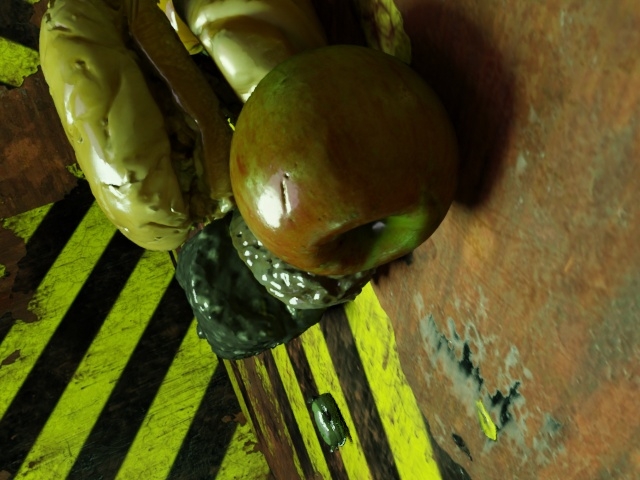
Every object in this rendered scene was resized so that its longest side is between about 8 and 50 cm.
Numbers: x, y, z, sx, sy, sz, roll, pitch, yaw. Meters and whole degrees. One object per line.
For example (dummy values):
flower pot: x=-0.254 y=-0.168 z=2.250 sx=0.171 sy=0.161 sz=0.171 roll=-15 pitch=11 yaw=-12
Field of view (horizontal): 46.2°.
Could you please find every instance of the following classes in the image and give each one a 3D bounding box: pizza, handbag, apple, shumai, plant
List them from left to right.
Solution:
plant: x=-0.112 y=0.066 z=1.175 sx=0.215 sy=0.213 sz=0.312 roll=66 pitch=162 yaw=-1
pizza: x=-0.072 y=-0.160 z=0.949 sx=0.195 sy=0.185 sz=0.052 roll=43 pitch=117 yaw=8
shumai: x=0.000 y=0.000 z=0.902 sx=0.175 sy=0.166 sz=0.206 roll=44 pitch=-155 yaw=-59
handbag: x=0.016 y=0.339 z=1.407 sx=0.072 sy=0.047 sz=0.111 roll=107 pitch=141 yaw=-66
apple: x=0.018 y=-0.070 z=0.633 sx=0.196 sy=0.196 sz=0.196 roll=57 pitch=160 yaw=33

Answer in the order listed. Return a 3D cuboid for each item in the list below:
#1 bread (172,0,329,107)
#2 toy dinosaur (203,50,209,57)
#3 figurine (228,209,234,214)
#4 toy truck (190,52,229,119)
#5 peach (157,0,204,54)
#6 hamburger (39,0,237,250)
bread: x=-0.071 y=-0.226 z=0.794 sx=0.173 sy=0.121 sz=0.311 roll=55 pitch=-178 yaw=-39
toy dinosaur: x=-0.220 y=-0.372 z=1.173 sx=0.162 sy=0.077 sz=0.294 roll=48 pitch=161 yaw=32
figurine: x=-0.148 y=-0.113 z=1.238 sx=0.157 sy=0.114 sz=0.126 roll=65 pitch=148 yaw=15
toy truck: x=-0.204 y=-0.216 z=1.195 sx=0.127 sy=0.127 sz=0.257 roll=29 pitch=173 yaw=-10
peach: x=-0.172 y=-0.324 z=1.017 sx=0.138 sy=0.138 sz=0.138 roll=57 pitch=160 yaw=33
hamburger: x=-0.199 y=-0.134 z=0.825 sx=0.319 sy=0.158 sz=0.319 roll=59 pitch=164 yaw=29
